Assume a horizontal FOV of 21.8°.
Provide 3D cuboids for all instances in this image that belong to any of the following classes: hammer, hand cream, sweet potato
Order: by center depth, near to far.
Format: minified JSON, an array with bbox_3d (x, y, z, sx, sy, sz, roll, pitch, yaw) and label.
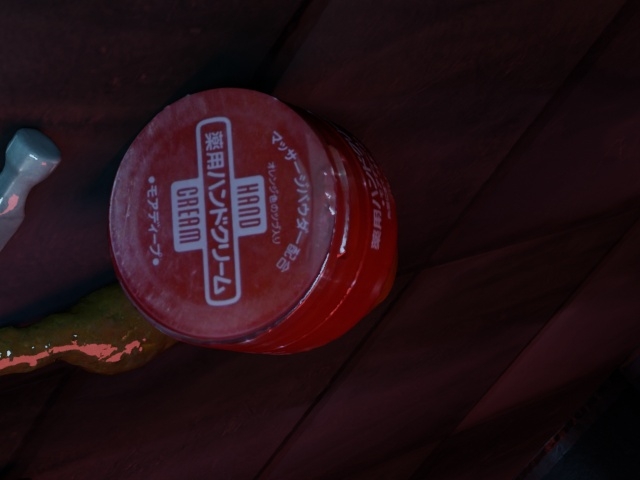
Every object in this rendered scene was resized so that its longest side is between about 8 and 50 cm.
[{"bbox_3d":[-0.278,-0.012,1.049,0.159,0.041,0.226,-49,158,19],"label":"hammer"},{"bbox_3d":[-0.048,-0.011,1.224,0.193,0.193,0.125,-44,160,14],"label":"hand cream"},{"bbox_3d":[-0.180,0.075,1.344,0.269,0.075,0.075,-16,149,-38],"label":"sweet potato"}]

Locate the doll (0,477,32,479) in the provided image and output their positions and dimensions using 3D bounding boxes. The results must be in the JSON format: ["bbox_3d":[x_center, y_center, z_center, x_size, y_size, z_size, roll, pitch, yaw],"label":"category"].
[{"bbox_3d":[-0.328,0.249,1.459,0.091,0.067,0.219,-50,158,15],"label":"doll"}]

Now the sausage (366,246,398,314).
[{"bbox_3d":[0.002,-0.001,1.414,0.133,0.133,0.258,-36,157,-7],"label":"sausage"}]
